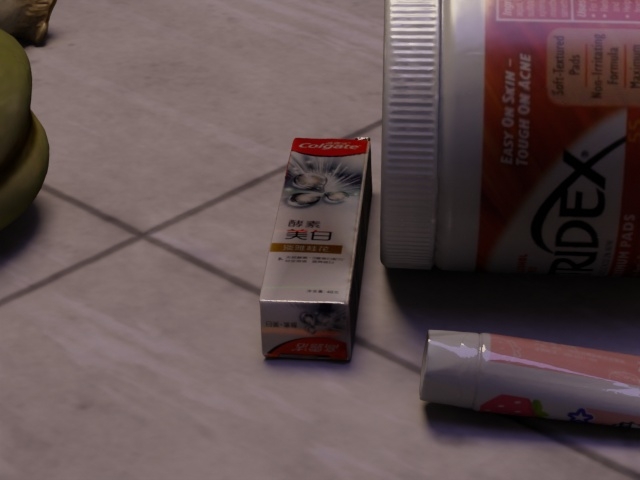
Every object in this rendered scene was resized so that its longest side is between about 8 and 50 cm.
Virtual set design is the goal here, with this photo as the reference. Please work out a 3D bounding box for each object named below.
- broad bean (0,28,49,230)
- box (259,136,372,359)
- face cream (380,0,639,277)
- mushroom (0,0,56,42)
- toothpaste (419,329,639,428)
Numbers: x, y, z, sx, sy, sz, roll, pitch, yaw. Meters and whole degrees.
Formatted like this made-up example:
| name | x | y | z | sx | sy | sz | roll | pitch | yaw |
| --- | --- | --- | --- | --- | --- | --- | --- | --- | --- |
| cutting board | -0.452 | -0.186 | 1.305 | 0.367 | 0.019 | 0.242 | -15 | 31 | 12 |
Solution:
| name | x | y | z | sx | sy | sz | roll | pitch | yaw |
| --- | --- | --- | --- | --- | --- | --- | --- | --- | --- |
| broad bean | -0.294 | -0.037 | 1.184 | 0.263 | 0.121 | 0.189 | -22 | 38 | -8 |
| box | 0.000 | 0.000 | 1.170 | 0.055 | 0.039 | 0.218 | 1 | 29 | 4 |
| face cream | 0.131 | -0.079 | 1.148 | 0.187 | 0.201 | 0.201 | 1 | 29 | 2 |
| mushroom | -0.321 | -0.160 | 1.413 | 0.278 | 0.096 | 0.099 | -18 | 78 | -31 |
| toothpaste | 0.152 | 0.079 | 1.033 | 0.194 | 0.043 | 0.067 | 8 | 27 | 1 |
